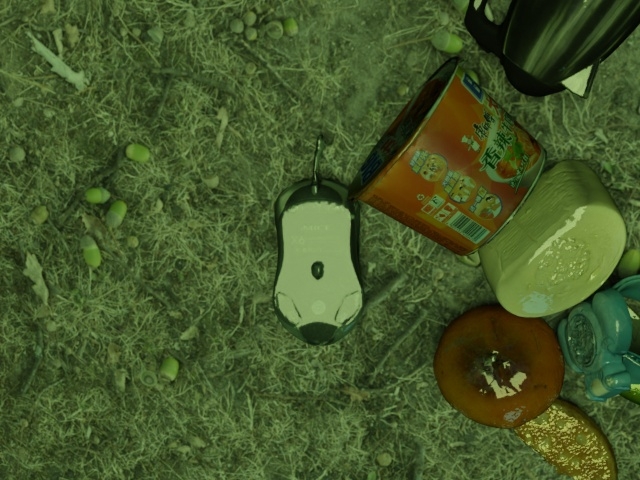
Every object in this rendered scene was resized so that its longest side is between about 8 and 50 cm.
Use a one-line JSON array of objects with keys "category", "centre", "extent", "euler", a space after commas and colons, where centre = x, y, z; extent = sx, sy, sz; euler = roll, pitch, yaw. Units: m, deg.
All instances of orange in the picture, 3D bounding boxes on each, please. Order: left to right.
[{"category": "orange", "centre": [0.308, 0.213, 1.611], "extent": [0.224, 0.170, 0.224], "euler": [-3, 79, 15]}]

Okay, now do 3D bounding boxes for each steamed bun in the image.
[{"category": "steamed bun", "centre": [0.389, 0.003, 1.556], "extent": [0.155, 0.200, 0.250], "euler": [39, 110, -23]}]

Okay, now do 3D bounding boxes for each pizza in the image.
[{"category": "pizza", "centre": [0.440, 0.354, 1.687], "extent": [0.246, 0.058, 0.127], "euler": [28, 103, 3]}]

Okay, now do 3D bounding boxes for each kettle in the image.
[{"category": "kettle", "centre": [0.373, -0.362, 1.480], "extent": [0.251, 0.207, 0.271], "euler": [29, 113, -4]}]

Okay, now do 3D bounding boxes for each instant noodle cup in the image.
[{"category": "instant noodle cup", "centre": [0.213, -0.121, 1.527], "extent": [0.214, 0.296, 0.296], "euler": [36, 105, -9]}]

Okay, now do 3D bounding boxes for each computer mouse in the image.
[{"category": "computer mouse", "centre": [0.000, 0.000, 1.675], "extent": [0.167, 0.090, 0.379], "euler": [2, 96, 4]}]

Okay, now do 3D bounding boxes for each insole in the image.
[{"category": "insole", "centre": [0.529, 0.137, 1.654], "extent": [0.064, 0.004, 0.188], "euler": [-34, 95, 13]}]

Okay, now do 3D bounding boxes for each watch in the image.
[{"category": "watch", "centre": [0.524, 0.162, 1.563], "extent": [0.193, 0.211, 0.210], "euler": [-8, 101, -13]}]

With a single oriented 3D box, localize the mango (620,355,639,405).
[{"category": "mango", "centre": [0.567, 0.243, 1.637], "extent": [0.165, 0.074, 0.091], "euler": [30, 111, 15]}]
